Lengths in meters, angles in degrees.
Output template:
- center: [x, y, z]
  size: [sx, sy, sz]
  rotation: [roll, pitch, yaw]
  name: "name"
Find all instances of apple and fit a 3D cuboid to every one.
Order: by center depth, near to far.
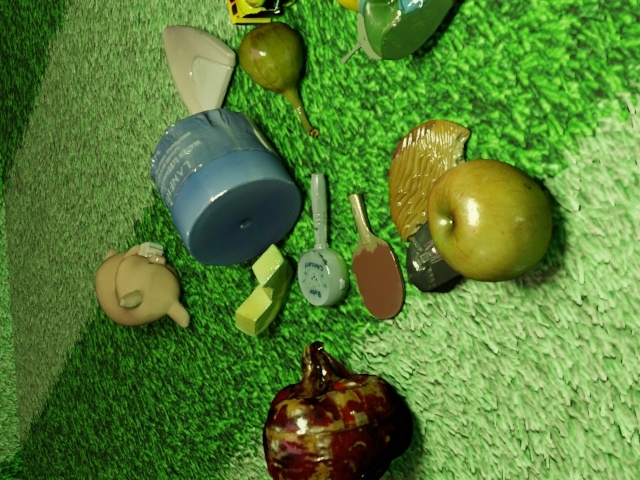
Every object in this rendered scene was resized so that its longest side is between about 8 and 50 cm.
- center: [0.246, -0.029, 1.323]
  size: [0.182, 0.155, 0.182]
  rotation: [173, 90, -69]
  name: "apple"

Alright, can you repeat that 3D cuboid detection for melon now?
- center: [-0.110, 0.101, 1.876]
  size: [0.064, 0.118, 0.209]
  rotation: [40, 142, 25]
  name: "melon"

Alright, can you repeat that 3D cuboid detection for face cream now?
- center: [-0.193, -0.108, 1.825]
  size: [0.225, 0.249, 0.249]
  rotation: [56, 138, 33]
  name: "face cream"

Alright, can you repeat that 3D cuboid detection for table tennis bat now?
- center: [0.092, 0.029, 1.659]
  size: [0.131, 0.022, 0.234]
  rotation: [-24, 79, 54]
  name: "table tennis bat"

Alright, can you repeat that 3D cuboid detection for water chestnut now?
- center: [0.014, 0.336, 1.625]
  size: [0.244, 0.289, 0.289]
  rotation: [44, 132, 23]
  name: "water chestnut"

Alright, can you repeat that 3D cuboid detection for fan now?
- center: [0.083, -0.356, 1.593]
  size: [0.175, 0.005, 0.113]
  rotation: [-38, 68, 49]
  name: "fan"

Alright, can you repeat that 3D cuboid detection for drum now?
- center: [0.012, 0.007, 1.736]
  size: [0.130, 0.049, 0.253]
  rotation: [31, 122, 47]
  name: "drum"

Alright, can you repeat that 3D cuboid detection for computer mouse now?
- center: [0.191, 0.023, 1.484]
  size: [0.192, 0.062, 0.105]
  rotation: [-46, 61, 50]
  name: "computer mouse"

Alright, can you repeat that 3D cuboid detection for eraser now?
- center: [-0.273, -0.397, 2.031]
  size: [0.243, 0.059, 0.204]
  rotation: [52, 136, 29]
  name: "eraser"

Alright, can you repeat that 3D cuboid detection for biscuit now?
- center: [0.173, -0.093, 1.508]
  size: [0.176, 0.031, 0.228]
  rotation: [30, 121, 49]
  name: "biscuit"

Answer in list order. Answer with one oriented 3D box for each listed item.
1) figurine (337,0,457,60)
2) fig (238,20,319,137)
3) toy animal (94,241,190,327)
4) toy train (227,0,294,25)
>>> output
- center: [0.109, -0.417, 1.457]
  size: [0.185, 0.127, 0.234]
  rotation: [-47, 47, 34]
  name: "figurine"
- center: [-0.063, -0.303, 1.749]
  size: [0.124, 0.124, 0.236]
  rotation: [-16, 108, 54]
  name: "fig"
- center: [-0.444, 0.112, 2.294]
  size: [0.256, 0.195, 0.212]
  rotation: [-16, 59, 53]
  name: "toy animal"
- center: [-0.131, -0.565, 1.762]
  size: [0.161, 0.101, 0.296]
  rotation: [-14, 86, 56]
  name: "toy train"
